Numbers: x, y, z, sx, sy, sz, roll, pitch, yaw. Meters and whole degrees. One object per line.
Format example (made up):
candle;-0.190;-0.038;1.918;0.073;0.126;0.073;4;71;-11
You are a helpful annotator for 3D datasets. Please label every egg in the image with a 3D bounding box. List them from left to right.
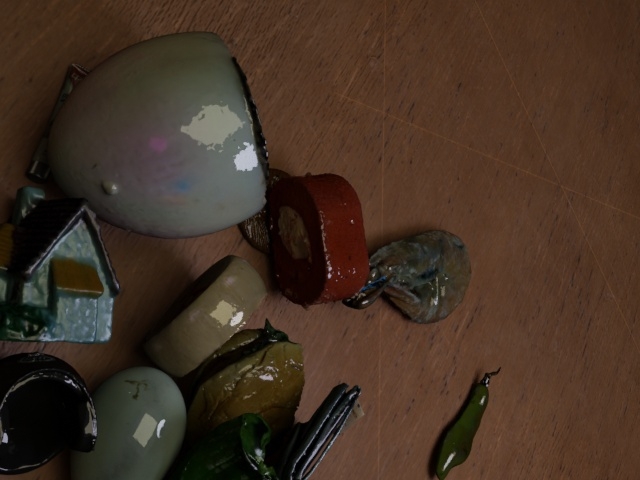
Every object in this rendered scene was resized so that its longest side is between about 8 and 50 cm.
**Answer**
egg;-0.333;0.344;1.577;0.183;0.183;0.264;32;73;-32
egg;-0.300;-0.163;1.599;0.339;0.354;0.355;-17;95;-16

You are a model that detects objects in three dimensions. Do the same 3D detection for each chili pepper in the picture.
chili pepper;-0.182;0.461;1.595;0.213;0.385;0.167;32;26;-13

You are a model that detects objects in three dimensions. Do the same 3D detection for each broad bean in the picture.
broad bean;0.350;0.444;2.214;0.325;0.067;0.075;-58;148;-32

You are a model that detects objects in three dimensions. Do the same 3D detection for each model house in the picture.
model house;-0.460;0.031;1.454;0.230;0.280;0.249;7;85;-40

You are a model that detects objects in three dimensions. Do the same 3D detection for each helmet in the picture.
helmet;-0.468;0.277;1.465;0.189;0.193;0.216;3;124;-40

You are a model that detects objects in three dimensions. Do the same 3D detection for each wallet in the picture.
wallet;-0.042;0.409;1.736;0.075;0.342;0.237;32;60;3

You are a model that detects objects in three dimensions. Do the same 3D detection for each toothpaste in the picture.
toothpaste;-0.463;-0.210;1.649;0.062;0.039;0.239;30;63;-25

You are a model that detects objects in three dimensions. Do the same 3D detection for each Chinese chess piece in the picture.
Chinese chess piece;-0.209;0.138;1.667;0.103;0.249;0.250;47;56;-9

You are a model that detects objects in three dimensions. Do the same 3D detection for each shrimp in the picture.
shrimp;0.206;0.095;2.128;0.445;0.110;0.221;-8;97;-44

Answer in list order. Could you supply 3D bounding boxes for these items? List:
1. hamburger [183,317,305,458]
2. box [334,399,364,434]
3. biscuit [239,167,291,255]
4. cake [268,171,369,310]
hamburger;-0.157;0.296;1.687;0.211;0.132;0.309;1;123;-42
box;0.054;0.378;1.997;0.083;0.024;0.053;-31;104;-40
biscuit;-0.096;-0.062;1.937;0.187;0.027;0.188;7;78;-38
cake;0.000;0.000;1.877;0.150;0.177;0.283;-4;92;-44
